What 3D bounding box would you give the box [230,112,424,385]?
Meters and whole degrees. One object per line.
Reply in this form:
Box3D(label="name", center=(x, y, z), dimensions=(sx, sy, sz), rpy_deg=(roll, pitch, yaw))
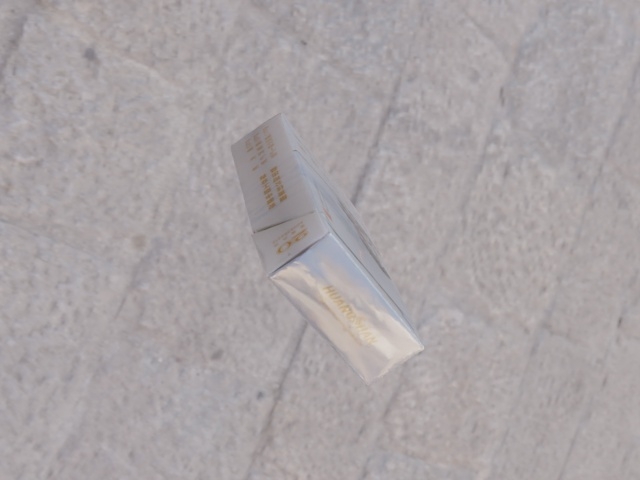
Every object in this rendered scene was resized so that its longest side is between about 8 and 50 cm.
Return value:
Box3D(label="box", center=(0.000, 0.001, 0.863), dimensions=(0.067, 0.233, 0.149), rpy_deg=(-37, 121, 10))
